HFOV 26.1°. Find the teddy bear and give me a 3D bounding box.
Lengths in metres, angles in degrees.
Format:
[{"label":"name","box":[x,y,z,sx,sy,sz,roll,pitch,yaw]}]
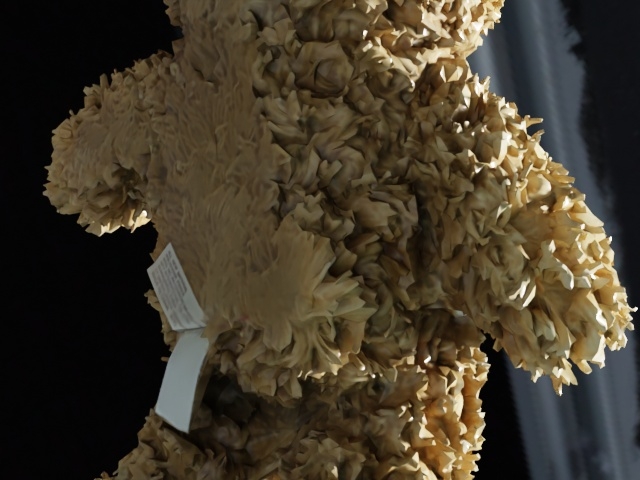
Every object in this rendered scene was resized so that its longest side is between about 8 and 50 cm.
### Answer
[{"label":"teddy bear","box":[0.000,0.000,0.506,0.245,0.113,0.337,-19,-106,42]}]
